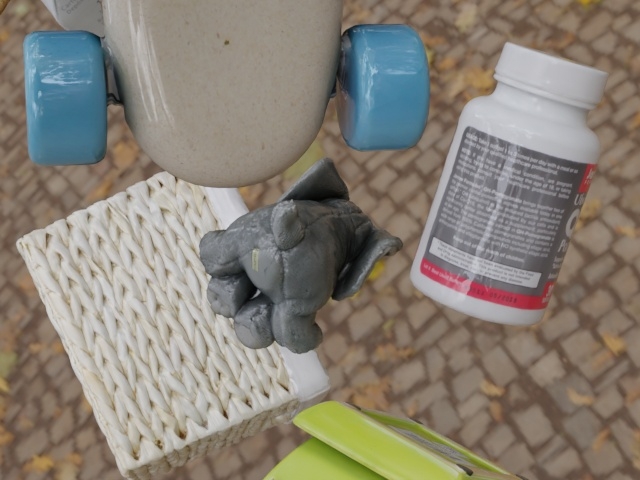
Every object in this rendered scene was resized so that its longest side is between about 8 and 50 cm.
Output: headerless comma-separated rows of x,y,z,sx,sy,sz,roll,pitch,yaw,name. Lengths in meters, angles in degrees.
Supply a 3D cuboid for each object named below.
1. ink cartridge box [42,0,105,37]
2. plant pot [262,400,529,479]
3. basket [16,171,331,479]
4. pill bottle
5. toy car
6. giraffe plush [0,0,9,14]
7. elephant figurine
-0.315,-0.340,1.217,0.091,0.385,0.308,-42,69,6,ink cartridge box
0.066,0.282,1.270,0.228,0.227,0.207,25,91,37,plant pot
-0.179,0.112,1.662,0.266,0.328,0.331,-26,81,-11,basket
0.236,-0.071,1.630,0.176,0.176,0.319,31,109,48,pill bottle
-0.072,-0.149,0.810,0.219,0.210,0.238,-4,12,-12,toy car
-0.205,-0.122,0.481,0.170,0.181,0.210,-18,27,-9,giraffe plush
0.000,0.000,1.401,0.186,0.169,0.239,0,23,44,elephant figurine
